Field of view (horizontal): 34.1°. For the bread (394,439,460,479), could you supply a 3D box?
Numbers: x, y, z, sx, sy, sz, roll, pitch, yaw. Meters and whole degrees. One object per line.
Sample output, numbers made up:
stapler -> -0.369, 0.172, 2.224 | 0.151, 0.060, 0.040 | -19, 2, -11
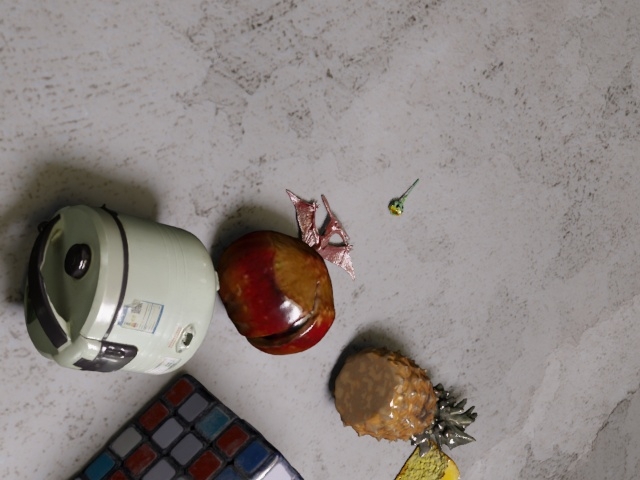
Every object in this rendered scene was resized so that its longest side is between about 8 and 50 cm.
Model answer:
bread -> 0.191, 0.481, 2.010 | 0.065, 0.103, 0.187 | 44, 75, -42

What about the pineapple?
pineapple -> 0.171, 0.304, 1.905 | 0.340, 0.169, 0.169 | 27, 90, -47

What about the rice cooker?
rice cooker -> -0.280, 0.072, 1.411 | 0.244, 0.226, 0.226 | 17, 97, -44

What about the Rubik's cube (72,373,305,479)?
Rubik's cube -> -0.172, 0.433, 1.587 | 0.293, 0.292, 0.287 | -43, 129, -14

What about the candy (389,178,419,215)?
candy -> 0.147, -0.077, 1.811 | 0.083, 0.025, 0.023 | -55, 159, -19

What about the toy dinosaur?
toy dinosaur -> -0.001, 0.000, 1.717 | 0.108, 0.032, 0.220 | -46, 127, -11

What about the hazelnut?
hazelnut -> -0.072, 0.075, 1.617 | 0.178, 0.178, 0.204 | -51, 125, -10
